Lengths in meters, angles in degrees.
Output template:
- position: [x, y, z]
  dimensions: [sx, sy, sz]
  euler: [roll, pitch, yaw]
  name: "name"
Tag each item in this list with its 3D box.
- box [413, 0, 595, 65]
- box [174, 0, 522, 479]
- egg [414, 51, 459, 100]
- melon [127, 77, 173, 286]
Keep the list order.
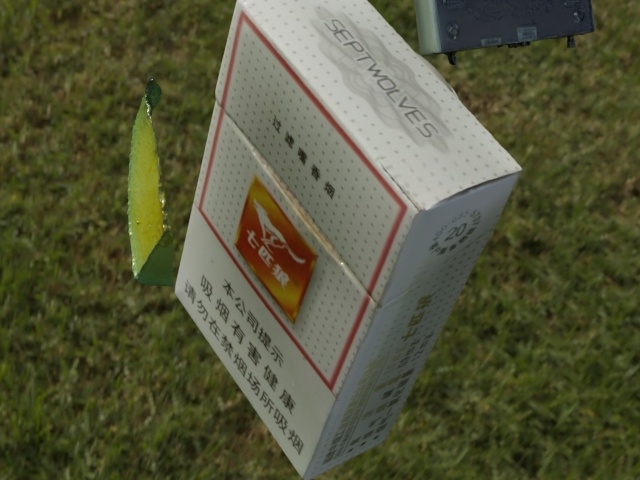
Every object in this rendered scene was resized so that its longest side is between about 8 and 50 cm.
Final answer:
- position: [0.239, -0.342, 1.570]
  dimensions: [0.270, 0.045, 0.210]
  euler: [-11, 97, -29]
  name: "box"
- position: [0.000, -0.001, 0.885]
  dimensions: [0.095, 0.330, 0.210]
  euler: [-21, 59, -31]
  name: "box"
- position: [0.091, -0.123, 1.466]
  dimensions: [0.183, 0.183, 0.217]
  euler: [-20, 67, -31]
  name: "egg"
- position: [-0.214, -0.076, 1.517]
  dimensions: [0.053, 0.114, 0.261]
  euler: [-2, 79, -17]
  name: "melon"
